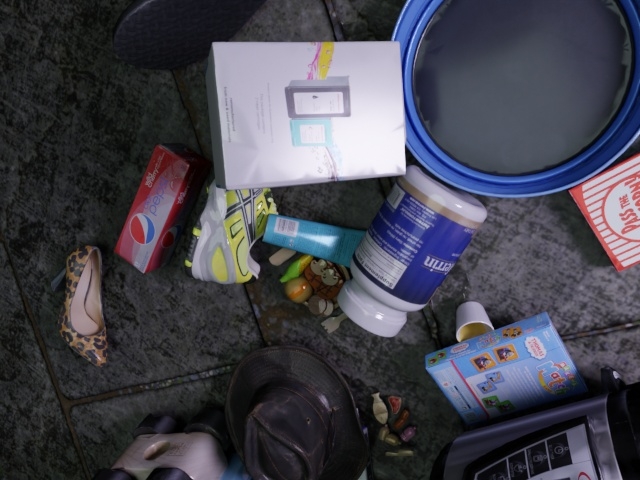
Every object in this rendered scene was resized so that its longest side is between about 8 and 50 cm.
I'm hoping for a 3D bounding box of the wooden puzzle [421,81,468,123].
[{"bbox_3d":[0.209,-0.232,0.856,0.083,0.006,0.049,-29,88,23],"label":"wooden puzzle"}]

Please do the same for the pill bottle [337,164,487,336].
[{"bbox_3d":[0.142,0.022,0.849,0.153,0.153,0.265,34,111,13],"label":"pill bottle"}]

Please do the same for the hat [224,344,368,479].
[{"bbox_3d":[-0.077,0.375,0.963,0.331,0.134,0.332,4,100,22],"label":"hat"}]

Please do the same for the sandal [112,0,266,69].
[{"bbox_3d":[-0.187,-0.464,0.910,0.445,0.167,0.107,-30,63,16],"label":"sandal"}]

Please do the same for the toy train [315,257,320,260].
[{"bbox_3d":[-0.020,0.046,0.991,0.083,0.017,0.024,-17,103,23],"label":"toy train"}]

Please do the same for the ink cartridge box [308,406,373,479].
[{"bbox_3d":[-0.002,0.426,1.036,0.206,0.045,0.208,-4,99,22],"label":"ink cartridge box"}]

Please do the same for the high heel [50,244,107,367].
[{"bbox_3d":[-0.524,0.147,1.162,0.186,0.093,0.261,-38,76,29],"label":"high heel"}]

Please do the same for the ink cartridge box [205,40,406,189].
[{"bbox_3d":[-0.030,-0.187,0.793,0.270,0.198,0.197,-6,98,-15],"label":"ink cartridge box"}]

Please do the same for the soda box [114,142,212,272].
[{"bbox_3d":[-0.328,-0.067,1.056,0.092,0.083,0.263,33,110,13],"label":"soda box"}]

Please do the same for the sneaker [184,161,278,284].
[{"bbox_3d":[-0.141,-0.096,0.969,0.147,0.145,0.385,17,106,-10],"label":"sneaker"}]

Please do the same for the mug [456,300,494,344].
[{"bbox_3d":[0.256,0.143,0.871,0.062,0.064,0.078,23,126,-12],"label":"mug"}]

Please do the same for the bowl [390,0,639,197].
[{"bbox_3d":[0.298,-0.261,0.773,0.391,0.077,0.391,4,101,19],"label":"bowl"}]

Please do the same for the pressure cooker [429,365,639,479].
[{"bbox_3d":[0.404,0.398,0.687,0.420,0.375,0.370,-29,86,30],"label":"pressure cooker"}]

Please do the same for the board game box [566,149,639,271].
[{"bbox_3d":[0.496,-0.063,0.752,0.193,0.045,0.147,-32,87,23],"label":"board game box"}]

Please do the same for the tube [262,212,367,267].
[{"bbox_3d":[0.000,0.000,0.922,0.207,0.052,0.080,14,98,-8],"label":"tube"}]

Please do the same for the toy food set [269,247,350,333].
[{"bbox_3d":[-0.007,0.083,0.966,0.132,0.038,0.192,-38,92,25],"label":"toy food set"}]

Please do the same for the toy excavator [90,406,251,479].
[{"bbox_3d":[-0.212,0.608,1.091,0.432,0.222,0.445,-11,109,22],"label":"toy excavator"}]

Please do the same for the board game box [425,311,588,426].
[{"bbox_3d":[0.308,0.222,0.851,0.211,0.039,0.160,-26,113,24],"label":"board game box"}]

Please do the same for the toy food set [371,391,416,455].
[{"bbox_3d":[0.145,0.351,0.981,0.077,0.019,0.122,-10,88,22],"label":"toy food set"}]
